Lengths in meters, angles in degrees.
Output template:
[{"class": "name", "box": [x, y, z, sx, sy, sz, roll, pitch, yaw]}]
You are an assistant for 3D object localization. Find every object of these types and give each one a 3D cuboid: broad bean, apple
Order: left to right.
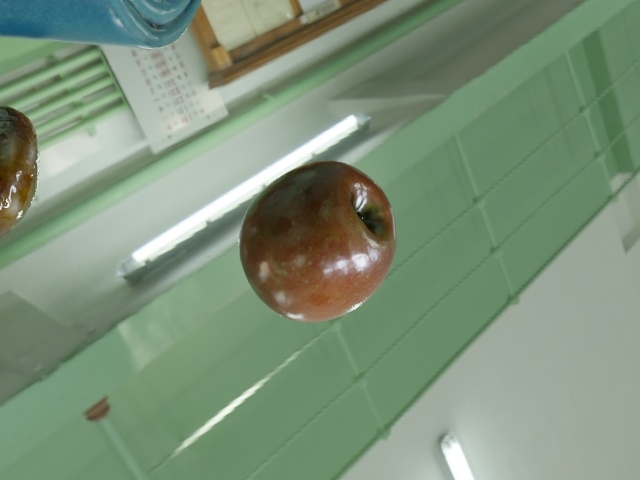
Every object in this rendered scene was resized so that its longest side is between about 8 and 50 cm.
[{"class": "broad bean", "box": [-0.300, -0.064, 0.667, 0.085, 0.114, 0.165, 4, -141, -31]}, {"class": "apple", "box": [0.000, 0.000, 0.835, 0.168, 0.181, 0.181, -34, -169, 35]}]

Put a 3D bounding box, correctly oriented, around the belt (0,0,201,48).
[{"class": "belt", "box": [-0.142, -0.329, 0.396, 0.173, 0.436, 0.300, 3, -168, 6]}]
